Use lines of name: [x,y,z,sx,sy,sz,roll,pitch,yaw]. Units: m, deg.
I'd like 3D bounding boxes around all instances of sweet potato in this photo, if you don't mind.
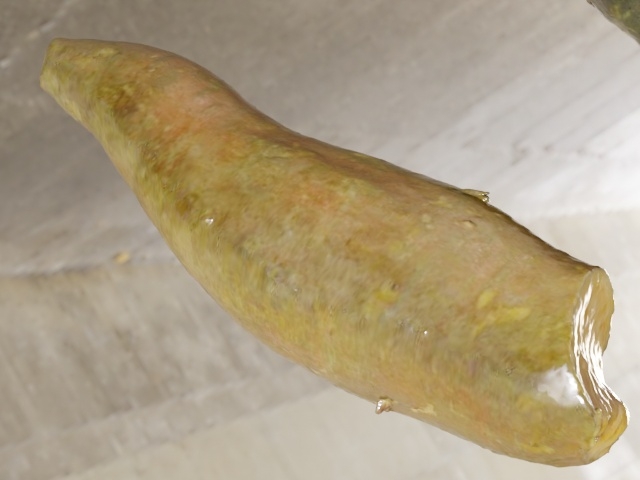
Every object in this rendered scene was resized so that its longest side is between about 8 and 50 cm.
sweet potato: [0.000,0.000,0.529,0.077,0.243,0.077,-33,138,-36]

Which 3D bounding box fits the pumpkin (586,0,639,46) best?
pumpkin: [0.218,-0.174,0.838,0.223,0.224,0.157,-21,165,-44]
